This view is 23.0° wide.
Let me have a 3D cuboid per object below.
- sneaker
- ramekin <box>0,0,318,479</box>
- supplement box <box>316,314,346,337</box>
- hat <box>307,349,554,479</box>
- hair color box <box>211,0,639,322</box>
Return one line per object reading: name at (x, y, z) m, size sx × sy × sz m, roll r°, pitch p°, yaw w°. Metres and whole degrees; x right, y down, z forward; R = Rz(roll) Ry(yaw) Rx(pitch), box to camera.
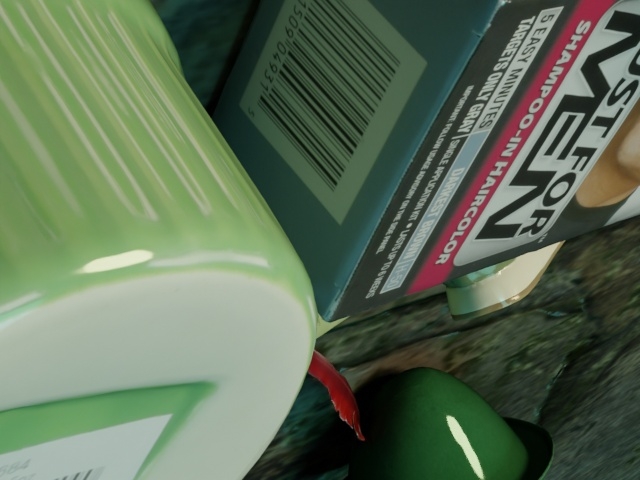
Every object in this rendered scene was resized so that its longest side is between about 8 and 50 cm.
sneaker at (0.099, -0.037, 0.863) m, size 0.064 × 0.086 × 0.192 m, roll -19°, pitch -163°, yaw 31°
ramekin at (-0.147, 0.047, 0.572) m, size 0.303 × 0.148 × 0.303 m, roll -31°, pitch 154°, yaw -17°
supplement box at (0.000, 0.000, 0.804) m, size 0.083 × 0.056 × 0.083 m, roll -33°, pitch 155°, yaw -11°
hat at (0.054, 0.096, 1.084) m, size 0.173 × 0.183 × 0.208 m, roll -26°, pitch -165°, yaw -12°
hair color box at (0.140, -0.104, 0.754) m, size 0.374 × 0.113 × 0.185 m, roll -18°, pitch 148°, yaw -40°
